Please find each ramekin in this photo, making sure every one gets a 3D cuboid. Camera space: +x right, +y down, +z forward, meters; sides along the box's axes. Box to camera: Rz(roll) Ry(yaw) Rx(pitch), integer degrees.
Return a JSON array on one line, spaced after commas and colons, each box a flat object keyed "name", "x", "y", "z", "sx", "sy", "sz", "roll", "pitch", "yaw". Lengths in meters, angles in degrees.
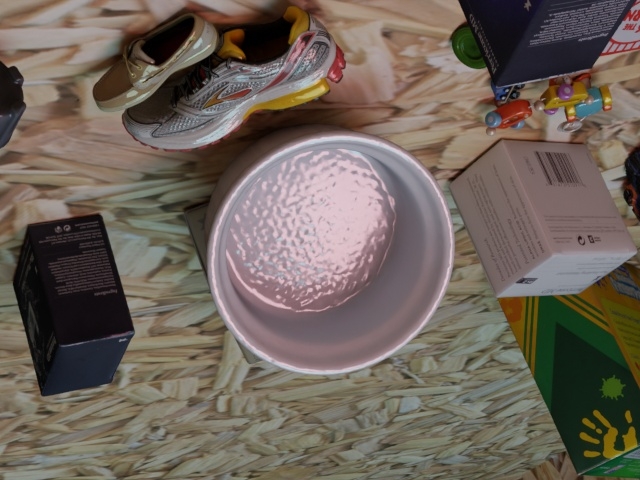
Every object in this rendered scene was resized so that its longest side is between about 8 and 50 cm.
[{"name": "ramekin", "x": 0.000, "y": 0.000, "z": 1.504, "sx": 0.277, "sy": 0.277, "sz": 0.135, "roll": -17, "pitch": -161, "yaw": -8}]

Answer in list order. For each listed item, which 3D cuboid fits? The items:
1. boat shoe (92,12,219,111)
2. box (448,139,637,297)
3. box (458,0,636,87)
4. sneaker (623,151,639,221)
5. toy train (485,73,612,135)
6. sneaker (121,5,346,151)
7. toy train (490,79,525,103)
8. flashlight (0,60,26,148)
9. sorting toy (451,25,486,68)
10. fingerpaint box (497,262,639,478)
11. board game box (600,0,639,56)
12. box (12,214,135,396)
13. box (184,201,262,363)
[{"name": "boat shoe", "x": -0.162, "y": -0.171, "z": 1.253, "sx": 0.135, "sy": 0.050, "sz": 0.045, "roll": -34, "pitch": 153, "yaw": 7}, {"name": "box", "x": 0.299, "y": -0.029, "z": 1.804, "sx": 0.181, "sy": 0.181, "sz": 0.119, "roll": -1, "pitch": 151, "yaw": -40}, {"name": "box", "x": 0.208, "y": -0.260, "z": 1.215, "sx": 0.108, "sy": 0.153, "sz": 0.207, "roll": -13, "pitch": 157, "yaw": -17}, {"name": "sneaker", "x": 0.508, "y": -0.095, "z": 1.997, "sx": 0.087, "sy": 0.083, "sz": 0.221, "roll": -33, "pitch": 164, "yaw": -3}, {"name": "toy train", "x": 0.281, "y": -0.171, "z": 1.646, "sx": 0.166, "sy": 0.046, "sz": 0.125, "roll": -3, "pitch": 162, "yaw": -41}, {"name": "sneaker", "x": -0.094, "y": -0.164, "z": 1.304, "sx": 0.225, "sy": 0.088, "sz": 0.092, "roll": -24, "pitch": 138, "yaw": 9}, {"name": "toy train", "x": 0.226, "y": -0.203, "z": 1.536, "sx": 0.036, "sy": 0.027, "sz": 0.158, "roll": -11, "pitch": 157, "yaw": -13}, {"name": "flashlight", "x": -0.357, "y": -0.062, "z": 1.262, "sx": 0.103, "sy": 0.103, "sz": 0.304, "roll": -2, "pitch": 153, "yaw": -36}, {"name": "sorting toy", "x": 0.190, "y": -0.224, "z": 1.438, "sx": 0.042, "sy": 0.061, "sz": 0.102, "roll": -47, "pitch": -173, "yaw": -39}, {"name": "fingerpaint box", "x": 0.497, "y": 0.210, "z": 2.293, "sx": 0.163, "sy": 0.371, "sz": 0.445, "roll": -31, "pitch": 157, "yaw": 22}, {"name": "board game box", "x": 0.360, "y": -0.276, "z": 1.456, "sx": 0.147, "sy": 0.045, "sz": 0.193, "roll": -13, "pitch": 158, "yaw": -18}, {"name": "box", "x": -0.293, "y": 0.078, "z": 1.575, "sx": 0.093, "sy": 0.158, "sz": 0.156, "roll": -10, "pitch": 156, "yaw": -24}, {"name": "box", "x": -0.069, "y": 0.045, "z": 1.743, "sx": 0.148, "sy": 0.121, "sz": 0.311, "roll": -20, "pitch": 159, "yaw": -1}]
